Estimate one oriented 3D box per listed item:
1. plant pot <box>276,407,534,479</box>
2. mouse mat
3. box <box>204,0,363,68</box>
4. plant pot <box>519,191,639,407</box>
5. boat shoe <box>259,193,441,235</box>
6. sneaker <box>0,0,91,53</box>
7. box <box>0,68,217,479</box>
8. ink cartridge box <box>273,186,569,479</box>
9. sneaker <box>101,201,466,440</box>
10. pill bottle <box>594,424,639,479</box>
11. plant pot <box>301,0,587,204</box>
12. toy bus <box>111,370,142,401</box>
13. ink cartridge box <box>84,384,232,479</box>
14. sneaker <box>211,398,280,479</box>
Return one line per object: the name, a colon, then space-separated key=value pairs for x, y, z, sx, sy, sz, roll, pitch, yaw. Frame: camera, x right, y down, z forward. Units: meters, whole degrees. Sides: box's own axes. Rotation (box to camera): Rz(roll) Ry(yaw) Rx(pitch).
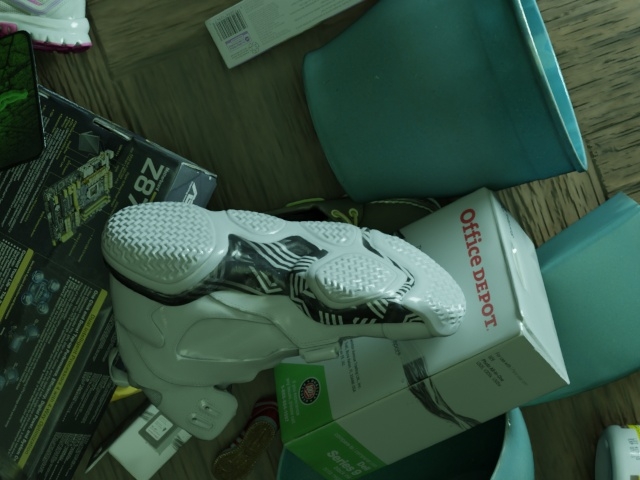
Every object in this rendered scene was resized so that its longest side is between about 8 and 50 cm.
plant pot: x=0.124 y=0.277 z=1.675 sx=0.290 sy=0.290 sz=0.195 roll=-43 pitch=129 yaw=1
mouse mat: x=-0.388 y=-0.137 z=1.640 sx=0.190 sy=0.007 sz=0.152 roll=-17 pitch=74 yaw=21
box: x=0.024 y=-0.287 z=1.654 sx=0.324 sy=0.063 sz=0.067 roll=-25 pitch=98 yaw=23
plant pot: x=0.293 y=0.081 z=1.705 sx=0.234 sy=0.166 sz=0.165 roll=-31 pitch=94 yaw=6
boat shoe: x=0.001 y=0.005 z=1.712 sx=0.305 sy=0.091 sz=0.109 roll=-10 pitch=91 yaw=-7
sneaker: x=-0.378 y=-0.283 z=1.686 sx=0.252 sy=0.103 sz=0.111 roll=8 pitch=89 yaw=-9
box: x=-0.336 y=0.034 z=1.641 sx=0.318 sy=0.097 sz=0.395 roll=26 pitch=92 yaw=26
ink cartridge box: x=0.098 y=0.104 z=1.598 sx=0.289 sy=0.211 sz=0.121 roll=-26 pitch=134 yaw=20
sneaker: x=-0.046 y=0.091 z=1.516 sx=0.366 sy=0.137 sz=0.210 roll=10 pitch=119 yaw=1
pill bottle: x=0.436 y=0.274 z=1.743 sx=0.215 sy=0.117 sz=0.117 roll=0 pitch=94 yaw=-2
plant pot: x=0.128 y=-0.162 z=1.643 sx=0.255 sy=0.271 sz=0.271 roll=-20 pitch=95 yaw=14
toy bus: x=-0.250 y=0.089 z=1.708 sx=0.202 sy=0.104 sz=0.191 roll=24 pitch=92 yaw=-4
ink cartridge box: x=-0.184 y=0.212 z=1.720 sx=0.060 sy=0.104 sz=0.180 roll=45 pitch=92 yaw=-6
sneaker: x=-0.082 y=0.234 z=1.762 sx=0.042 sy=0.067 sz=0.118 roll=38 pitch=122 yaw=-7
